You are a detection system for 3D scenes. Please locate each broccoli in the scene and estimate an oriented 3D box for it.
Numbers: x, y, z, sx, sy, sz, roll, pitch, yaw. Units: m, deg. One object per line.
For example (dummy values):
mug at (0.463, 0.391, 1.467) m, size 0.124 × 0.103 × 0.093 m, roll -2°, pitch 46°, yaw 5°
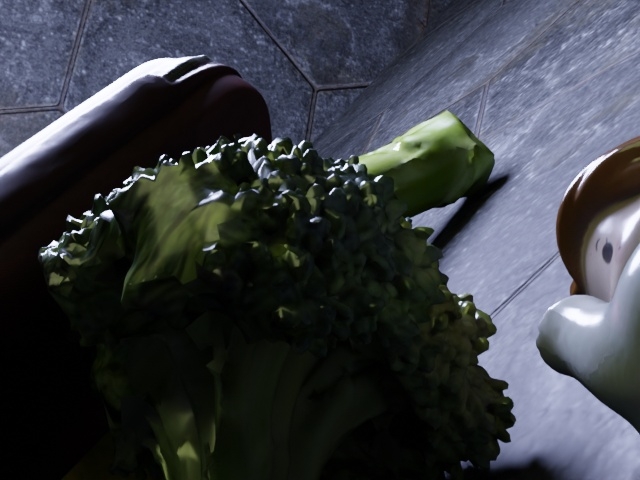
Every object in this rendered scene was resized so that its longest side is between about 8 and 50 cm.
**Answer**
broccoli at (-0.033, -0.007, 1.318) m, size 0.353 × 0.275 × 0.397 m, roll 13°, pitch 45°, yaw 20°
broccoli at (-0.009, 0.085, 0.740) m, size 0.249 × 0.302 × 0.375 m, roll -20°, pitch -25°, yaw -20°

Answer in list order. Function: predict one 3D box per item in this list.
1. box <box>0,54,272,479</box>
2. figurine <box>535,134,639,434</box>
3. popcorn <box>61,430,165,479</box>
box at (-0.173, 0.027, 0.924) m, size 0.404 × 0.108 × 0.263 m, roll -46°, pitch -27°, yaw -46°
figurine at (0.189, 0.023, 0.568) m, size 0.189 × 0.142 × 0.263 m, roll -7°, pitch 13°, yaw 5°
popcorn at (-0.159, 0.205, 1.054) m, size 0.197 × 0.156 × 0.197 m, roll -17°, pitch -6°, yaw -2°
